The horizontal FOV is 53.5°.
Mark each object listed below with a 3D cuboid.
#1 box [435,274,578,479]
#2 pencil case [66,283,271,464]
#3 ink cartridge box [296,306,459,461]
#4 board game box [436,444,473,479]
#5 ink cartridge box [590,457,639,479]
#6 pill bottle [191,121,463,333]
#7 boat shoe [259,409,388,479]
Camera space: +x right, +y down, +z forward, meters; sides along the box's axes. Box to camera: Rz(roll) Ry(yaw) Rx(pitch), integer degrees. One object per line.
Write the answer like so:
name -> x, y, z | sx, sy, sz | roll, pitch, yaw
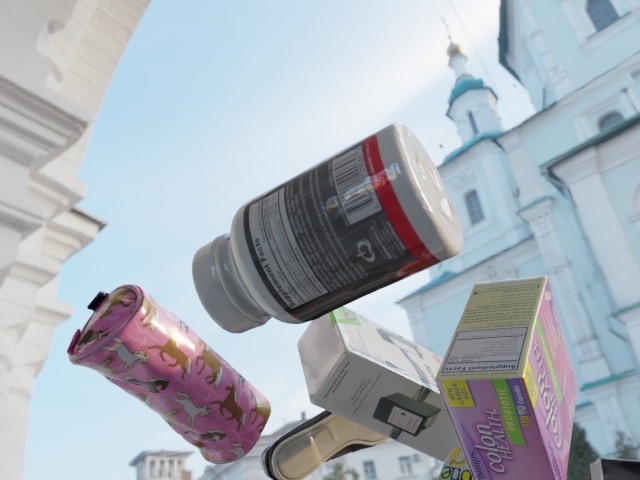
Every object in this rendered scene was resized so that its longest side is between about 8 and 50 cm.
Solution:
box -> 0.282, 0.206, 0.920 | 0.117, 0.243, 0.214 | -9, -67, 32
pencil case -> -0.252, 0.244, 1.109 | 0.167, 0.160, 0.386 | 5, -36, 49
ink cartridge box -> 0.110, 0.239, 1.103 | 0.272, 0.198, 0.115 | 28, -77, -18
board game box -> 0.407, 0.577, 1.605 | 0.142, 0.275, 0.144 | 9, -35, 36
ink cartridge box -> 0.681, 0.571, 1.171 | 0.303, 0.307, 0.072 | 2, -31, 3
pill bottle -> 0.000, 0.000, 0.796 | 0.318, 0.176, 0.176 | -26, -35, 21
boat shoe -> 0.028, 0.379, 1.269 | 0.335, 0.112, 0.095 | -16, -3, -31
